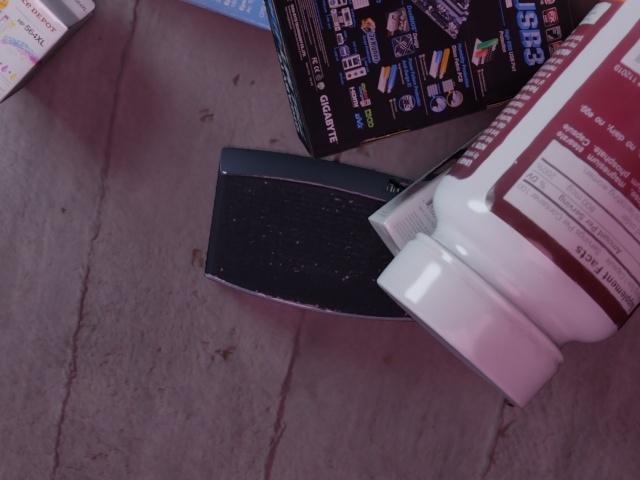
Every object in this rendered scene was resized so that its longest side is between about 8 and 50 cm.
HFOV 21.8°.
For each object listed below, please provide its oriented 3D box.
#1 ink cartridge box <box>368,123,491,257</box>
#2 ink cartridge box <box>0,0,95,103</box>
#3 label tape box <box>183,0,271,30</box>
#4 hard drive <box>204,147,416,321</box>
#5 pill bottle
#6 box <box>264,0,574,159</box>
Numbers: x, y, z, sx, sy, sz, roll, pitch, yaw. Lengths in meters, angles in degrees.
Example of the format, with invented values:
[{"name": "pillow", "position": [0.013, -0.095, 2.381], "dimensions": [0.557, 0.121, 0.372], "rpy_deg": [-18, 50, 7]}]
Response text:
[{"name": "ink cartridge box", "position": [0.184, -0.037, 1.742], "dimensions": [0.231, 0.078, 0.134], "rpy_deg": [-37, 100, -6]}, {"name": "ink cartridge box", "position": [-0.321, -0.232, 1.785], "dimensions": [0.092, 0.090, 0.143], "rpy_deg": [45, 111, -6]}, {"name": "label tape box", "position": [-0.162, -0.390, 1.692], "dimensions": [0.347, 0.115, 0.249], "rpy_deg": [20, 110, 5]}, {"name": "hard drive", "position": [0.000, 0.000, 1.826], "dimensions": [0.254, 0.054, 0.172], "rpy_deg": [12, 111, 6]}, {"name": "pill bottle", "position": [0.252, -0.045, 1.597], "dimensions": [0.224, 0.224, 0.392], "rpy_deg": [42, 89, -5]}, {"name": "box", "position": [0.091, -0.258, 1.643], "dimensions": [0.293, 0.073, 0.295], "rpy_deg": [-18, 116, -7]}]
